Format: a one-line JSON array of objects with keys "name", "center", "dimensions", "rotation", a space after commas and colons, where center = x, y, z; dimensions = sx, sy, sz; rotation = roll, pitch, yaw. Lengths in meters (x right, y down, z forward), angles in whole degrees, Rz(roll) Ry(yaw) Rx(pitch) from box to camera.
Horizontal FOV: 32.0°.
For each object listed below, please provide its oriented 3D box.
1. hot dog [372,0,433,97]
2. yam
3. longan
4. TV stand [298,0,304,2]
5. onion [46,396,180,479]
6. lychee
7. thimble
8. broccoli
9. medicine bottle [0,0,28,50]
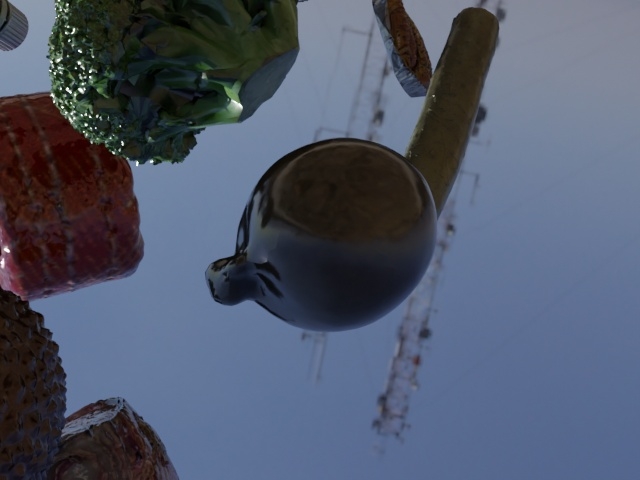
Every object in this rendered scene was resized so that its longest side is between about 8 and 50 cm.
[{"name": "hot dog", "center": [0.127, -0.309, 1.713], "dimensions": [0.053, 0.192, 0.099], "rotation": [-21, 158, 18]}, {"name": "yam", "center": [0.169, -0.164, 1.492], "dimensions": [0.083, 0.083, 0.372], "rotation": [15, -123, 14]}, {"name": "longan", "center": [0.000, 0.000, 0.936], "dimensions": [0.204, 0.159, 0.185], "rotation": [-23, 166, -5]}, {"name": "TV stand", "center": [-0.097, -0.414, 1.764], "dimensions": [0.269, 0.088, 0.082], "rotation": [-21, -169, -42]}, {"name": "onion", "center": [-0.299, 0.351, 1.513], "dimensions": [0.230, 0.272, 0.256], "rotation": [54, -159, -3]}, {"name": "lychee", "center": [-0.384, 0.171, 1.129], "dimensions": [0.275, 0.276, 0.304], "rotation": [3, -134, -29]}, {"name": "thimble", "center": [-0.446, -0.072, 1.821], "dimensions": [0.230, 0.350, 0.350], "rotation": [-16, -155, -23]}, {"name": "broccoli", "center": [-0.190, -0.274, 1.437], "dimensions": [0.321, 0.310, 0.413], "rotation": [-24, -173, 47]}, {"name": "medicine bottle", "center": [-0.492, -0.332, 1.556], "dimensions": [0.083, 0.084, 0.203], "rotation": [18, 172, 23]}]
